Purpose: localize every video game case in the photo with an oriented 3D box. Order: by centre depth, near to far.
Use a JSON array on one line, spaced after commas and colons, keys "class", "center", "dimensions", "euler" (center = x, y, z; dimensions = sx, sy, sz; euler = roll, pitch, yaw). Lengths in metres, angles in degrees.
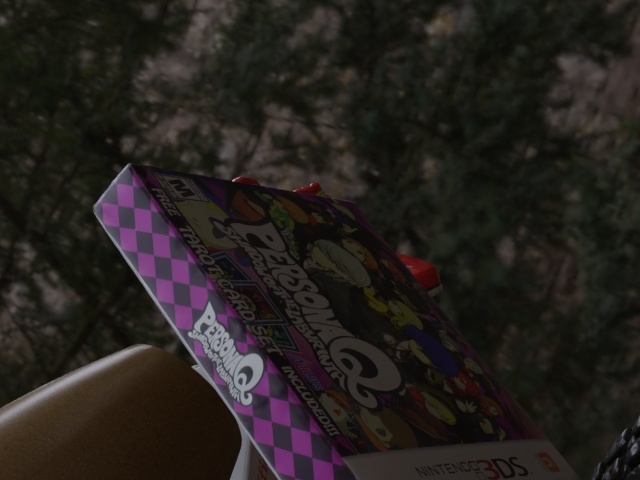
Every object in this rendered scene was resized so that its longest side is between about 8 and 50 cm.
[{"class": "video game case", "center": [0.014, 0.060, 0.754], "dimensions": [0.042, 0.232, 0.210], "euler": [-50, -30, 21]}]

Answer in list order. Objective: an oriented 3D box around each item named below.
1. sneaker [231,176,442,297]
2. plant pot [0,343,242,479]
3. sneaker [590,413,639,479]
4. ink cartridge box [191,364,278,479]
[{"class": "sneaker", "center": [0.000, 0.000, 1.501], "dimensions": [0.107, 0.279, 0.118], "euler": [-29, -51, -52]}, {"class": "plant pot", "center": [-0.178, 0.200, 1.020], "dimensions": [0.254, 0.237, 0.237], "euler": [-46, -44, -31]}, {"class": "sneaker", "center": [0.287, 0.138, 0.716], "dimensions": [0.146, 0.343, 0.134], "euler": [45, -143, -35]}, {"class": "ink cartridge box", "center": [-0.065, 0.303, 1.459], "dimensions": [0.226, 0.131, 0.306], "euler": [-88, -22, -52]}]
